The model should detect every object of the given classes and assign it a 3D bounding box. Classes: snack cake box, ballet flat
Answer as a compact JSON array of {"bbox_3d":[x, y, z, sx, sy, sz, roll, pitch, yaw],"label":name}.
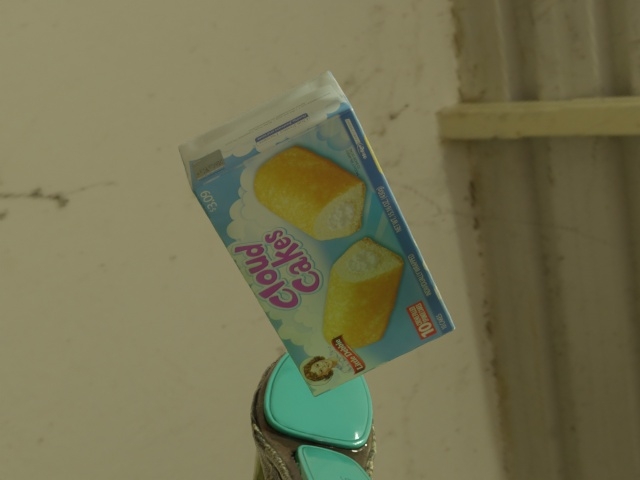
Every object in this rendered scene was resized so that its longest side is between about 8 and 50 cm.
[{"bbox_3d":[0.000,0.000,1.058,0.264,0.152,0.089,62,2,-34],"label":"snack cake box"},{"bbox_3d":[-0.014,0.285,1.365,0.483,0.164,0.182,-107,-144,-71],"label":"ballet flat"}]
